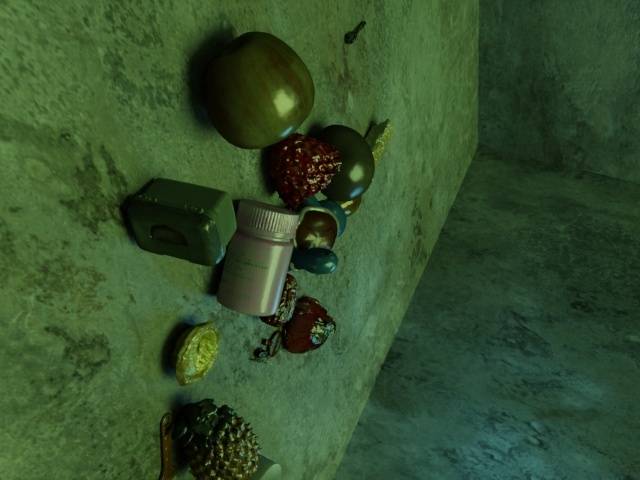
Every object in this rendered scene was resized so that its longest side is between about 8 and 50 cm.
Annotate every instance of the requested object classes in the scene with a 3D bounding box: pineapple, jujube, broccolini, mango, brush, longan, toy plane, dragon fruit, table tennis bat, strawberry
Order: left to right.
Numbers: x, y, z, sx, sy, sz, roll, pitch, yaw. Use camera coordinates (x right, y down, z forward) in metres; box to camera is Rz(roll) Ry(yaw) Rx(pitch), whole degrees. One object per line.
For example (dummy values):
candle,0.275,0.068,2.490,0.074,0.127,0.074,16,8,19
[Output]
brush,-0.431,0.610,1.765,0.090,0.017,0.314,-40,141,-57
pineapple,-0.309,0.555,1.787,0.223,0.223,0.357,-55,142,-35
toy plane,-0.197,0.390,2.122,0.049,0.031,0.121,-65,155,-4
table tennis bat,-0.168,0.358,2.186,0.155,0.019,0.098,38,70,-69
jujube,-0.132,0.188,2.018,0.112,0.109,0.176,61,47,-66
strawberry,-0.078,-0.223,1.812,0.178,0.234,0.233,40,66,-33
dragon fruit,-0.025,0.324,2.310,0.223,0.148,0.218,73,38,-57
longan,0.066,-0.248,2.015,0.248,0.248,0.248,-48,147,-45
mango,0.085,-0.136,2.314,0.163,0.090,0.111,-47,137,-28
broccolini,0.115,-0.685,2.061,0.035,0.030,0.140,49,49,-23

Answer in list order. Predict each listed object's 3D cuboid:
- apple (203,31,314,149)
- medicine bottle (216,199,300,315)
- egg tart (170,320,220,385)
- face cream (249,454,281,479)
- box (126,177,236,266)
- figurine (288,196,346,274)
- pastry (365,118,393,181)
apple,-0.147,-0.341,1.437,0.234,0.257,0.256,51,54,-28
medicine bottle,-0.172,0.046,1.733,0.178,0.178,0.290,-5,110,-66
egg tart,-0.337,0.294,1.667,0.191,0.074,0.191,-50,150,-43
face cream,-0.261,0.806,2.085,0.218,0.179,0.218,-48,147,-45
box,-0.294,-0.042,1.349,0.148,0.210,0.129,86,24,-44
figurine,-0.051,-0.021,1.968,0.416,0.243,0.297,-73,161,-65
pastry,0.205,-0.351,2.422,0.121,0.089,0.258,62,48,-66
